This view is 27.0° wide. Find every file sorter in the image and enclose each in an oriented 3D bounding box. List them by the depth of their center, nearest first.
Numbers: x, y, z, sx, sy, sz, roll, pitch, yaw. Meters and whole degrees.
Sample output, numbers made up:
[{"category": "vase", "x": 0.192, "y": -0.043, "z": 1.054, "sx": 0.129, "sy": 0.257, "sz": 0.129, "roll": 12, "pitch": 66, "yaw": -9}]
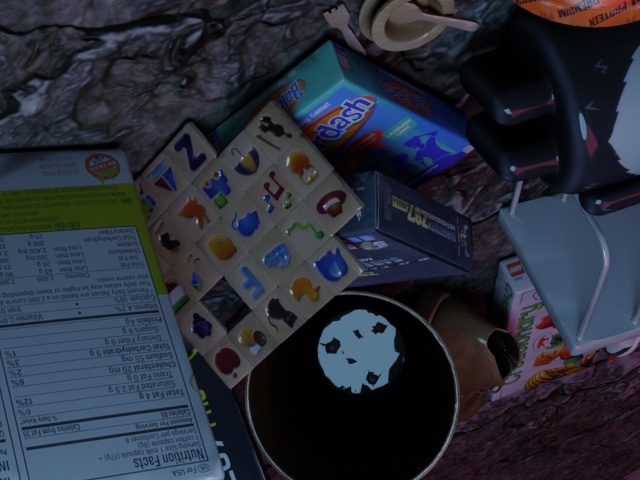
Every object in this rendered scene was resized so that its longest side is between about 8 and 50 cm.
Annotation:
[{"category": "file sorter", "x": 0.363, "y": -0.035, "z": 1.400, "sx": 0.277, "sy": 0.193, "sz": 0.173, "roll": -14, "pitch": 146, "yaw": -14}]

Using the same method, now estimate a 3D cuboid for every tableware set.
[{"category": "tableware set", "x": 0.058, "y": -0.207, "z": 1.068, "sx": 0.128, "sy": 0.039, "sz": 0.194, "roll": -28, "pitch": 149, "yaw": 10}]

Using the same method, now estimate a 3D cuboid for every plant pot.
[{"category": "plant pot", "x": 0.039, "y": 0.144, "z": 1.440, "sx": 0.215, "sy": 0.215, "sz": 0.230, "roll": -26, "pitch": -176, "yaw": 6}]

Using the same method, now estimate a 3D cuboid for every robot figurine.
[{"category": "robot figurine", "x": 0.269, "y": -0.140, "z": 1.180, "sx": 0.278, "sy": 0.173, "sz": 0.209, "roll": -16, "pitch": 162, "yaw": -10}]

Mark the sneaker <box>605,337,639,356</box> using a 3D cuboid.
[{"category": "sneaker", "x": 0.394, "y": 0.107, "z": 1.700, "sx": 0.043, "sy": 0.040, "sz": 0.109, "roll": 13, "pitch": 130, "yaw": -28}]

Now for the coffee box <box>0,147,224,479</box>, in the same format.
[{"category": "coffee box", "x": -0.319, "y": 0.159, "z": 1.112, "sx": 0.338, "sy": 0.334, "sz": 0.337, "roll": -5, "pitch": 146, "yaw": -27}]

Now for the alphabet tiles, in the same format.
[{"category": "alphabet tiles", "x": -0.074, "y": -0.006, "z": 1.166, "sx": 0.237, "sy": 0.198, "sz": 0.009, "roll": -43, "pitch": 175, "yaw": 33}]

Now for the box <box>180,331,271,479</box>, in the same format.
[{"category": "box", "x": -0.097, "y": 0.289, "z": 1.485, "sx": 0.097, "sy": 0.318, "sz": 0.395, "roll": -18, "pitch": 151, "yaw": -5}]

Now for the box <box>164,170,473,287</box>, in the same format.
[{"category": "box", "x": 0.000, "y": 0.000, "z": 1.242, "sx": 0.232, "sy": 0.059, "sz": 0.183, "roll": -7, "pitch": 164, "yaw": 31}]

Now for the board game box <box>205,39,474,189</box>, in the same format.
[{"category": "board game box", "x": 0.021, "y": -0.089, "z": 1.217, "sx": 0.160, "sy": 0.047, "sz": 0.210, "roll": -35, "pitch": 148, "yaw": 28}]

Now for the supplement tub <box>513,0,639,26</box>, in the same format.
[{"category": "supplement tub", "x": 0.186, "y": -0.303, "z": 0.833, "sx": 0.207, "sy": 0.207, "sz": 0.338, "roll": -19, "pitch": 150, "yaw": -6}]

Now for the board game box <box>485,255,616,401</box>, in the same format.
[{"category": "board game box", "x": 0.309, "y": 0.092, "z": 1.699, "sx": 0.193, "sy": 0.053, "sz": 0.305, "roll": -18, "pitch": 150, "yaw": -9}]

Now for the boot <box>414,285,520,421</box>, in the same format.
[{"category": "boot", "x": 0.185, "y": 0.166, "z": 1.648, "sx": 0.112, "sy": 0.115, "sz": 0.305, "roll": -62, "pitch": 158, "yaw": -19}]
